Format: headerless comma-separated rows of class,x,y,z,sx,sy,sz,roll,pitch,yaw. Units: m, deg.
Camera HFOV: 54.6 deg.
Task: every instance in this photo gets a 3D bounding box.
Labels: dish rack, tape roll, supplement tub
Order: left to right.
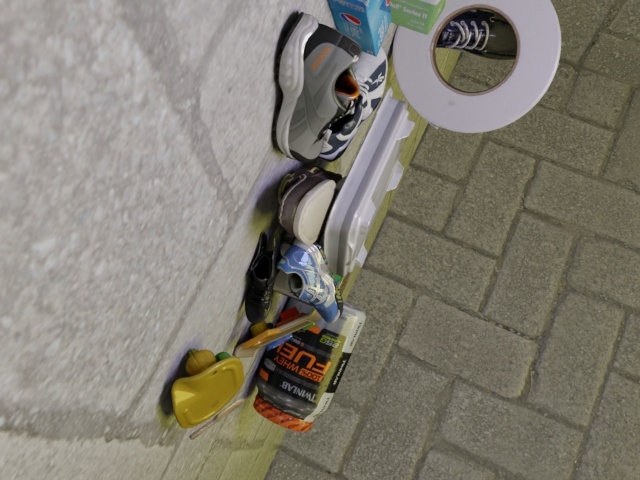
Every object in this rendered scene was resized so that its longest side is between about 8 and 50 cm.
supplement tub,-0.035,0.302,1.604,0.207,0.207,0.338,29,83,-81
dish rack,0.097,-0.096,1.206,0.285,0.072,0.333,93,21,-65
tape roll,0.368,-0.451,1.485,0.072,0.392,0.392,-45,157,-67

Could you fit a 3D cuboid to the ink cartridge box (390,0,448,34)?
ink cartridge box,0.218,-0.588,1.122,0.353,0.119,0.207,101,16,-54

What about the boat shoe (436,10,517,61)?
boat shoe,0.379,-0.520,1.579,0.158,0.341,0.127,-42,144,-46

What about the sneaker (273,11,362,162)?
sneaker,-0.002,-0.193,0.888,0.271,0.108,0.100,98,16,-63

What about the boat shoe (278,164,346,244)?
boat shoe,-0.021,-0.074,1.096,0.324,0.097,0.116,-39,151,-71

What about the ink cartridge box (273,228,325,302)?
ink cartridge box,-0.017,0.014,1.324,0.172,0.100,0.237,60,54,-78

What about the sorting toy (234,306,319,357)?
sorting toy,-0.090,0.186,1.338,0.196,0.047,0.347,-29,169,0

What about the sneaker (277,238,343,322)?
sneaker,-0.021,0.084,1.162,0.081,0.080,0.211,-42,129,-22

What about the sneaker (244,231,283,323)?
sneaker,-0.108,0.071,1.122,0.089,0.051,0.170,11,97,-80

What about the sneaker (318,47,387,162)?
sneaker,0.052,-0.257,1.067,0.235,0.094,0.153,-55,178,-6

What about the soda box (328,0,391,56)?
soda box,0.065,-0.364,0.968,0.210,0.067,0.071,17,96,-81

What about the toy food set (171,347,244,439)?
toy food set,-0.194,0.235,1.007,0.128,0.071,0.218,-35,154,-25

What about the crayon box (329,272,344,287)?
crayon box,0.043,0.108,1.960,0.165,0.081,0.278,10,103,-81
